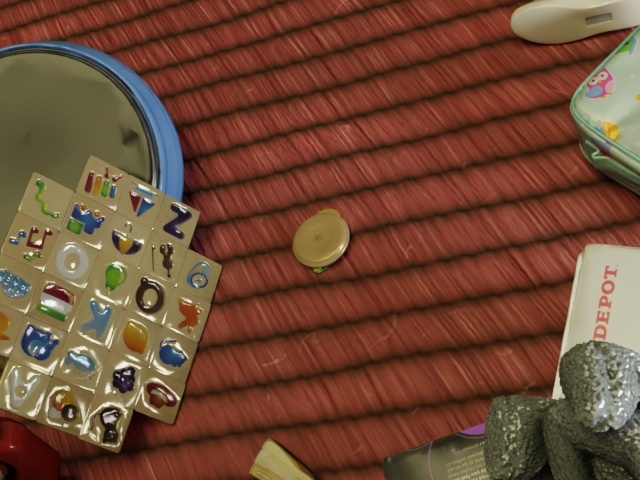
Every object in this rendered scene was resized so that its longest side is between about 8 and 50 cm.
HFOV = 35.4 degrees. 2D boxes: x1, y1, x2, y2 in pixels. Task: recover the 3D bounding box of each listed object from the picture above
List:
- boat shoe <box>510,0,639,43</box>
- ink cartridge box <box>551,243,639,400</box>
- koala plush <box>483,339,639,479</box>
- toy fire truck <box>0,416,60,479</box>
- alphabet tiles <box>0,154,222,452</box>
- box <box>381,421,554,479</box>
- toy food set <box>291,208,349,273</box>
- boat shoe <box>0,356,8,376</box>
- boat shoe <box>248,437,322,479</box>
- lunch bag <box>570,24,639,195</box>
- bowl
[{"bbox_3d":[0.343,-0.310,1.319,0.184,0.066,0.063,-11,46,21],"label":"boat shoe"},{"bbox_3d":[0.405,0.138,1.002,0.306,0.131,0.226,6,67,28],"label":"ink cartridge box"},{"bbox_3d":[0.244,0.236,0.830,0.203,0.196,0.221,25,54,-8],"label":"koala plush"},{"bbox_3d":[-0.471,0.272,1.210,0.302,0.254,0.169,3,56,-11],"label":"toy fire truck"},{"bbox_3d":[-0.275,0.076,1.268,0.011,0.285,0.343,-19,49,53],"label":"alphabet tiles"},{"bbox_3d":[0.185,0.331,0.985,0.165,0.143,0.270,-22,57,12],"label":"box"},{"bbox_3d":[0.000,0.000,1.324,0.082,0.020,0.083,-36,55,2],"label":"toy food set"},{"bbox_3d":[-0.420,0.168,1.387,0.257,0.095,0.095,23,88,38],"label":"boat shoe"},{"bbox_3d":[-0.020,0.297,1.150,0.059,0.063,0.170,-51,46,-5],"label":"boat shoe"},{"bbox_3d":[0.436,-0.132,1.150,0.224,0.108,0.279,-47,54,-2],"label":"lunch bag"},{"bbox_3d":[-0.389,-0.090,1.399,0.390,0.077,0.391,0,88,4],"label":"bowl"}]
